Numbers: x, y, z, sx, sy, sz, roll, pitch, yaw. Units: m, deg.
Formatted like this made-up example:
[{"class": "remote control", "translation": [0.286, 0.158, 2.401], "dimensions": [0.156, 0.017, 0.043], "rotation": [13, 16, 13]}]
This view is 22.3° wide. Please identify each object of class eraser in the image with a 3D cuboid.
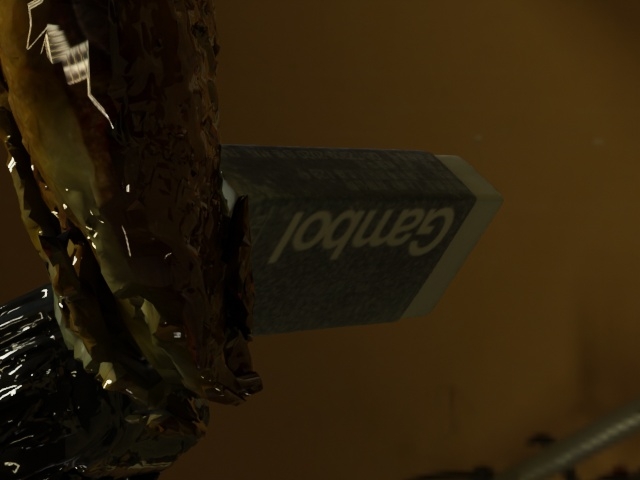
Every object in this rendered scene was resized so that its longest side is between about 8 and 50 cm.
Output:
[{"class": "eraser", "translation": [0.000, 0.000, 0.826], "dimensions": [0.212, 0.046, 0.092], "rotation": [-2, -49, -50]}]

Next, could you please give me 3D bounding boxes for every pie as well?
[{"class": "pie", "translation": [-0.081, -0.073, 0.600], "dimensions": [0.308, 0.085, 0.308], "rotation": [170, 90, -79]}]

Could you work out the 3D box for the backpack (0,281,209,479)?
[{"class": "backpack", "translation": [-0.191, 0.113, 0.946], "dimensions": [0.206, 0.258, 0.133], "rotation": [10, -121, -75]}]
